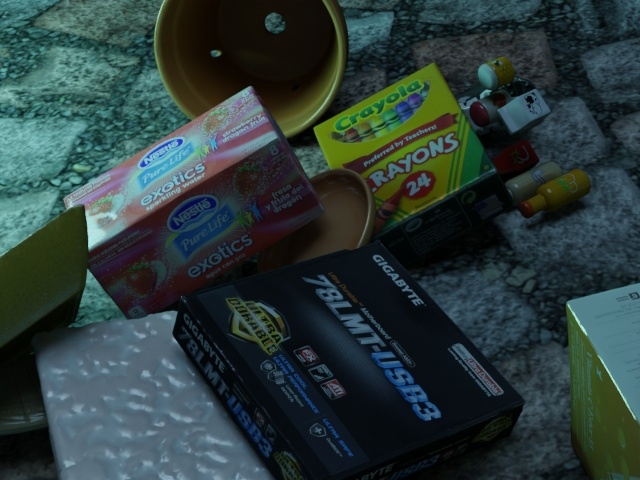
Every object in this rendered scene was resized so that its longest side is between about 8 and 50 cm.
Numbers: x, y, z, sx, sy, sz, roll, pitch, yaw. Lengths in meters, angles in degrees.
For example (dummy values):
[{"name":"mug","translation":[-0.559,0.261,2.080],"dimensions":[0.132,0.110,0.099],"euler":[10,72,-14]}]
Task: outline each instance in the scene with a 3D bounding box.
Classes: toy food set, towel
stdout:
[{"name":"toy food set","translation":[0.261,-0.132,2.099],"dimensions":[0.105,0.111,0.232],"euler":[-26,78,-23]},{"name":"towel","translation":[-0.141,0.205,1.704],"dimensions":[0.332,0.053,0.317],"euler":[-8,46,-17]}]

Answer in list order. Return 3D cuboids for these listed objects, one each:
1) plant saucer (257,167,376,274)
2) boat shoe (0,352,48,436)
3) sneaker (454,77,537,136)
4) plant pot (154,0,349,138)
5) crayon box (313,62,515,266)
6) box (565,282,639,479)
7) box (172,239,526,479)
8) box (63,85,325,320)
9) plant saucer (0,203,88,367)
[{"name":"plant saucer","translation":[0.000,0.000,1.980],"dimensions":[0.200,0.037,0.200],"euler":[-29,44,32]},{"name":"boat shoe","translation":[-0.284,0.178,1.819],"dimensions":[0.285,0.092,0.103],"euler":[-22,57,-22]},{"name":"sneaker","translation":[0.210,-0.183,2.239],"dimensions":[0.234,0.078,0.106],"euler":[-18,9,11]},{"name":"plant pot","translation":[-0.089,-0.316,2.323],"dimensions":[0.291,0.290,0.203],"euler":[0,21,10]},{"name":"crayon box","translation":[0.115,-0.117,2.084],"dimensions":[0.202,0.081,0.318],"euler":[-29,41,6]},{"name":"box","translation":[0.386,0.222,1.526],"dimensions":[0.168,0.215,0.345],"euler":[-13,36,-6]},{"name":"box","translation":[0.030,0.145,1.715],"dimensions":[0.293,0.073,0.295],"euler":[-16,51,-32]},{"name":"box","translation":[-0.168,-0.047,1.988],"dimensions":[0.300,0.142,0.154],"euler":[-30,37,3]},{"name":"plant saucer","translation":[-0.399,0.113,1.781],"dimensions":[0.333,0.333,0.081],"euler":[-37,88,-17]}]
